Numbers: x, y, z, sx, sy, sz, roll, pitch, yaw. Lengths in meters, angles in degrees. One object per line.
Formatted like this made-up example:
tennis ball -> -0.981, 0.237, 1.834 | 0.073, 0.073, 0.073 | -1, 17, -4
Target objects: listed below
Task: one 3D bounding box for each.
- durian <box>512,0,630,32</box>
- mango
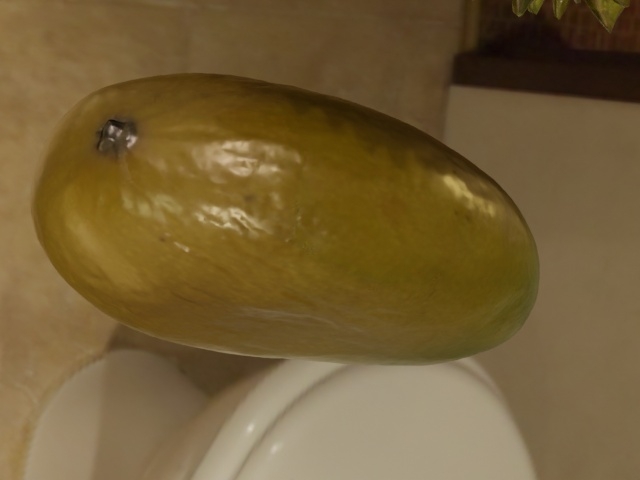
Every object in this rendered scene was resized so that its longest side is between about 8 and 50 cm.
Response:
durian -> 0.071, -0.169, 0.341 | 0.237, 0.177, 0.200 | 70, 27, -53
mango -> 0.002, -0.002, 0.484 | 0.237, 0.137, 0.091 | 9, 71, -30
